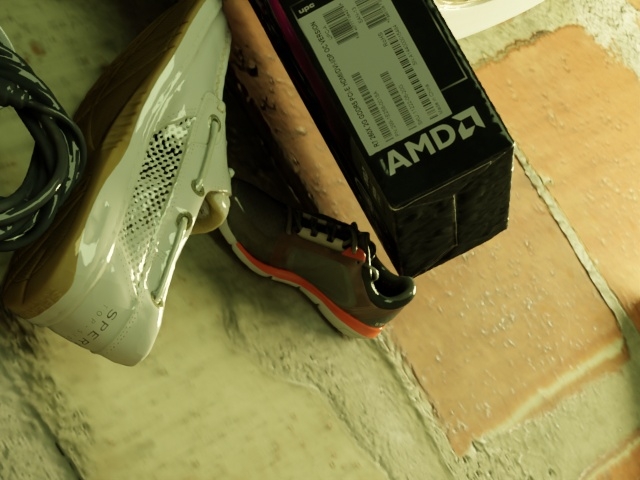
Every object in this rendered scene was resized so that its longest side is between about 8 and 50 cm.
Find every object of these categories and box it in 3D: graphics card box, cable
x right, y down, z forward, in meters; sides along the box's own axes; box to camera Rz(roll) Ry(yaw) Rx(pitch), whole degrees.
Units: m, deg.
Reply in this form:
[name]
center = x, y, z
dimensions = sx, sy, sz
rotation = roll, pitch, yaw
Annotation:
[graphics card box]
center = 0.004, -0.168, 1.225
dimensions = 0.371, 0.094, 0.233
rotation = 61, -3, 12
[cable]
center = -0.211, -0.067, 0.984
dimensions = 0.184, 0.047, 0.150
rotation = 15, 45, -31

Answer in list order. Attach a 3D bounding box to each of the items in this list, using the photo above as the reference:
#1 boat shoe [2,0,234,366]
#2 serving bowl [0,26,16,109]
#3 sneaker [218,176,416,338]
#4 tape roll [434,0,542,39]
[boat shoe]
center = -0.099, -0.038, 1.096
dimensions = 0.096, 0.098, 0.277
rotation = 40, 46, -22
[serving bowl]
center = -0.215, -0.104, 1.065
dimensions = 0.083, 0.027, 0.083
rotation = 31, 40, -30
[sneaker]
center = 0.000, 0.000, 1.204
dimensions = 0.158, 0.065, 0.061
rotation = 36, 38, -26
[tape roll]
center = 0.112, -0.281, 1.424
dimensions = 0.246, 0.246, 0.169
rotation = -9, 68, -53
